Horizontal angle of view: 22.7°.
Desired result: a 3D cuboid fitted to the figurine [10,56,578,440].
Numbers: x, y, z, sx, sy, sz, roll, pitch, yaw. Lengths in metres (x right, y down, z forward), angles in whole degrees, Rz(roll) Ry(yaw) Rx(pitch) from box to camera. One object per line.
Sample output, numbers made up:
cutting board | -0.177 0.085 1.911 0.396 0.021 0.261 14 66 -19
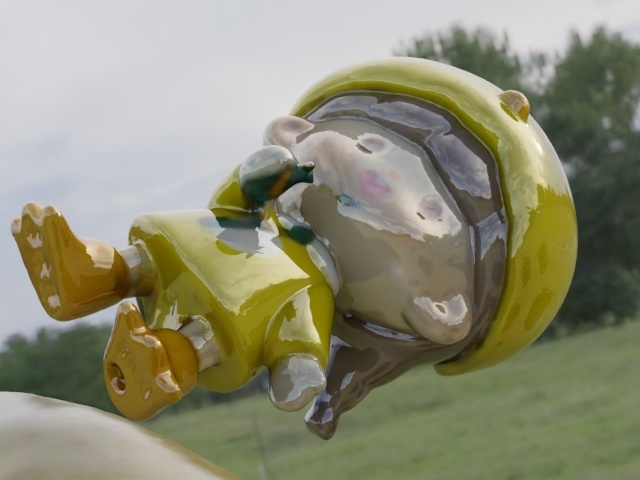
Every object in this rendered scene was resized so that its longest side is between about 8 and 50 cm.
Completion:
figurine | 0.000 0.000 0.952 0.343 0.215 0.187 -15 -24 -37

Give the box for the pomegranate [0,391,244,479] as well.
pomegranate | -0.113 0.207 0.614 0.332 0.332 0.332 -14 -4 -1
